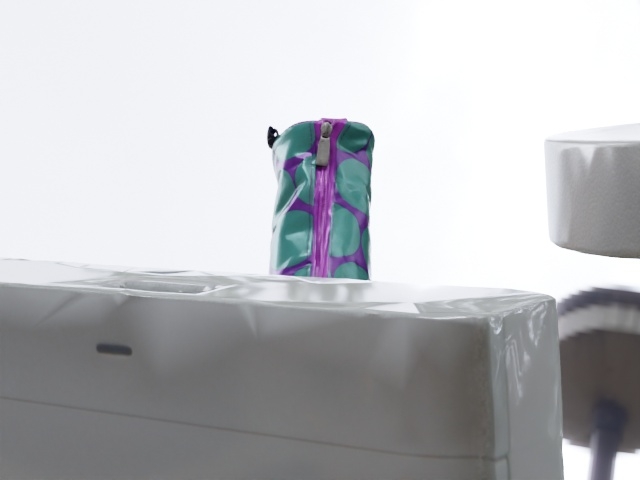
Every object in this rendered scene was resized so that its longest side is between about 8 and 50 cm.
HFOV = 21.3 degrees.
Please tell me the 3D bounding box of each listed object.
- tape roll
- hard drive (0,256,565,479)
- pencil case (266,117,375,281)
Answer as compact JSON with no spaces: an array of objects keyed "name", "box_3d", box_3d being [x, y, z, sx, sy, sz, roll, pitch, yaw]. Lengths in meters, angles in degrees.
[{"name":"tape roll","box_3d":[0.331,-0.042,1.053,0.392,0.392,0.072,-3,-85,17]},{"name":"hard drive","box_3d":[-0.026,0.161,0.424,0.203,0.040,0.307,2,-82,41]},{"name":"pencil case","box_3d":[0.000,0.000,0.971,0.065,0.151,0.070,0,-36,1]}]
